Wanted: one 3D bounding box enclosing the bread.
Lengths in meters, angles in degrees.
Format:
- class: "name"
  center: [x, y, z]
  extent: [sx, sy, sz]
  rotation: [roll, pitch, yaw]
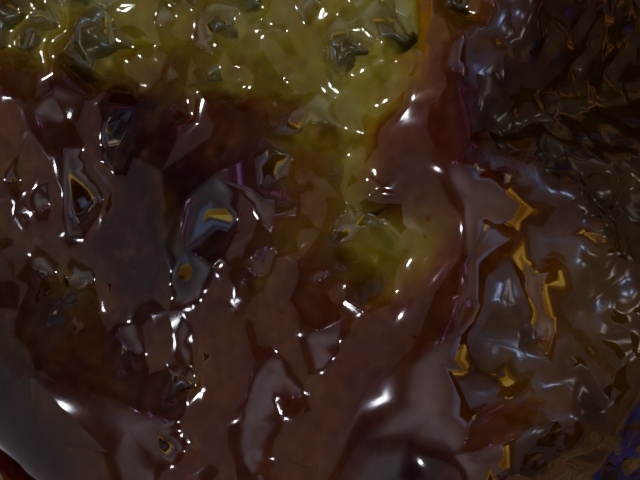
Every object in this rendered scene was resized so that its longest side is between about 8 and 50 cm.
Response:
- class: "bread"
  center: [0.001, -0.013, 0.395]
  extent: [0.135, 0.247, 0.232]
  rotation: [-3, -53, -57]
